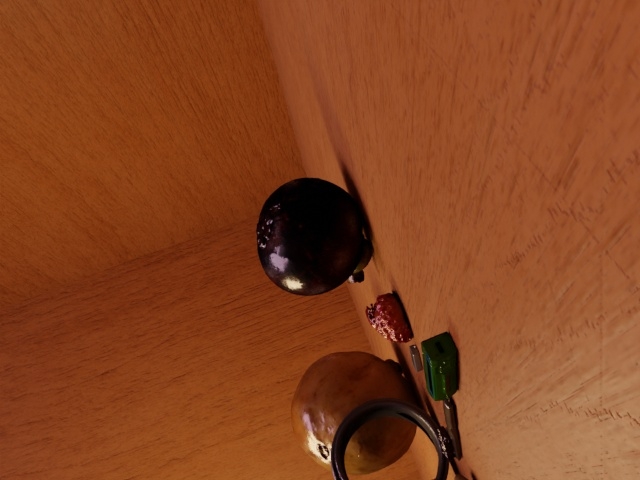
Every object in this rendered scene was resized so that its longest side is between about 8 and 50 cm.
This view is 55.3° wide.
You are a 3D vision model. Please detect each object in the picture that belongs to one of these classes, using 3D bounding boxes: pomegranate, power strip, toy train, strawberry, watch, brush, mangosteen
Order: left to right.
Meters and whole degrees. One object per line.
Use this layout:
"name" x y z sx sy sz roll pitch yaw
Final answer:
"mangosteen" -0.011 -0.008 1.492 0.297 0.293 0.297 -174 90 -82
"pomegranate" 0.116 0.494 1.832 0.410 0.410 0.410 160 90 -89
"watch" 0.148 0.565 1.489 0.314 0.335 0.327 73 -178 -61
"strawberry" 0.152 0.187 1.394 0.188 0.082 0.121 87 160 -75
"power strip" 0.214 0.266 1.367 0.027 0.017 0.083 -110 2 -49
"toy train" 0.191 0.213 0.962 0.209 0.044 0.042 71 177 -54
"brush" 0.246 0.365 1.184 0.248 0.036 0.043 71 174 -48

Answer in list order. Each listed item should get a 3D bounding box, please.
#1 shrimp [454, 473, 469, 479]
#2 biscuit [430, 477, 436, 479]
"shrimp" 0.303 0.535 1.142 0.115 0.051 0.217 63 -179 -27
"biscuit" 0.411 0.906 1.831 0.432 0.064 0.283 -117 7 -80
